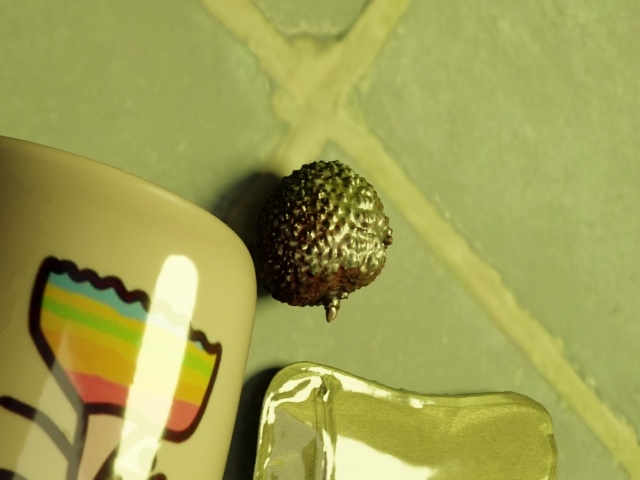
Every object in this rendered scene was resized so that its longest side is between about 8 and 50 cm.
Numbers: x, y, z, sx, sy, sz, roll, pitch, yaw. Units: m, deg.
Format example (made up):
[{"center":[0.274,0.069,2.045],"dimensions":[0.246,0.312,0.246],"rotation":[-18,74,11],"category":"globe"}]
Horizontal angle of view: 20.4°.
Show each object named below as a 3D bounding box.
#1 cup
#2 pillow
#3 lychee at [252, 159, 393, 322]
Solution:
[{"center":[-0.154,0.063,0.701],"dimensions":[0.253,0.191,0.200],"rotation":[24,74,-31],"category":"cup"},{"center":[0.050,0.136,0.956],"dimensions":[0.217,0.033,0.130],"rotation":[8,83,-38],"category":"pillow"},{"center":[0.000,0.000,0.893],"dimensions":[0.067,0.068,0.083],"rotation":[42,43,-63],"category":"lychee"}]
